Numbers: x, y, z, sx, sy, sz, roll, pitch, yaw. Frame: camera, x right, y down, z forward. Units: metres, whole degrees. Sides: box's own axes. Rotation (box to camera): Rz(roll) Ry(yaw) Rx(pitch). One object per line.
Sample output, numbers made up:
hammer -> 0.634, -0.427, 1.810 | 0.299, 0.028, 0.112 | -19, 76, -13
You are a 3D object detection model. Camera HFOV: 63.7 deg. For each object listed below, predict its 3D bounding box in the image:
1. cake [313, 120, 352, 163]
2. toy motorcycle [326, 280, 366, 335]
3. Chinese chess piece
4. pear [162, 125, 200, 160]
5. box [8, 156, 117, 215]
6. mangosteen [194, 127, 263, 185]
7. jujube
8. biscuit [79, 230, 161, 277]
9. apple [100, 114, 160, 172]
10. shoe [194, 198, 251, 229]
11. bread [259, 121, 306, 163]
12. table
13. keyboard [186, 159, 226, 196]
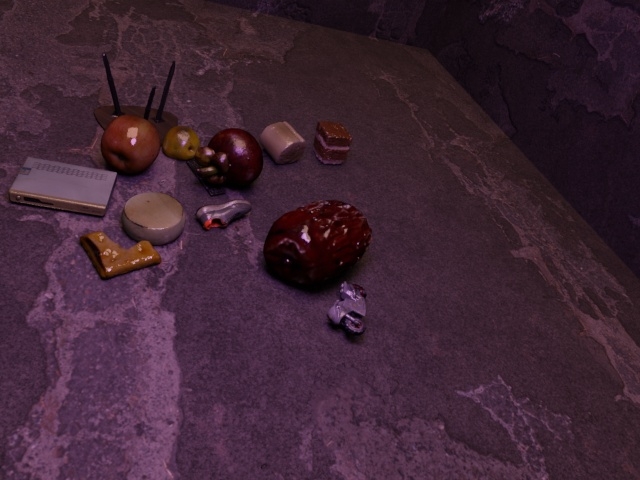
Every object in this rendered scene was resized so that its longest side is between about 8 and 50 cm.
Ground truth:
cake -> 0.044, -0.415, 2.202 | 0.134, 0.147, 0.135 | 1, 43, -27
toy motorcycle -> 0.080, 0.202, 1.564 | 0.122, 0.080, 0.215 | 20, 33, -7
Chinese chess piece -> -0.513, -0.068, 1.591 | 0.188, 0.083, 0.188 | 11, 42, -10
pear -> -0.519, -0.371, 1.922 | 0.141, 0.104, 0.141 | 11, 37, -9
box -> -0.789, -0.170, 1.600 | 0.270, 0.045, 0.211 | 8, 41, -17
mangosteen -> -0.331, -0.286, 1.826 | 0.257, 0.215, 0.215 | -24, 57, -35
jujube -> 0.000, 0.000, 1.641 | 0.376, 0.258, 0.258 | -24, 57, -34
biscuit -> -0.572, 0.028, 1.483 | 0.183, 0.039, 0.174 | -14, 49, -37
apple -> -0.640, -0.322, 1.735 | 0.188, 0.188, 0.174 | 18, 45, -6
shoe -> -0.315, -0.081, 1.713 | 0.194, 0.074, 0.077 | -11, 61, -31
bread -> -0.153, -0.393, 2.094 | 0.148, 0.134, 0.141 | -27, 63, -30
table -> -0.657, -0.541, 1.931 | 0.317, 0.249, 0.317 | 13, 40, -11
keyboard -> -0.418, -0.231, 1.874 | 0.061, 0.013, 0.204 | -15, 52, -37
